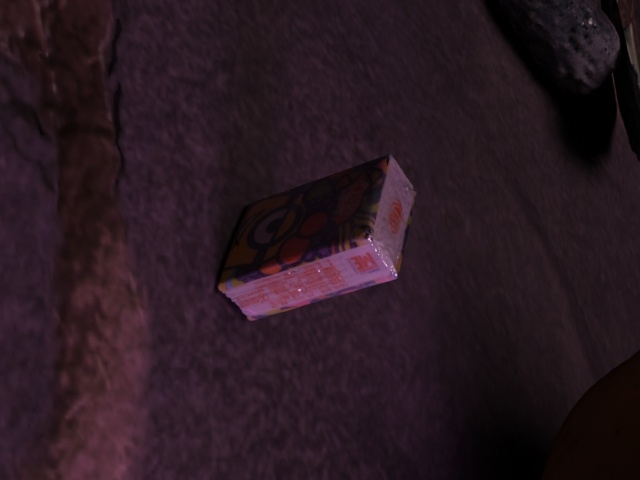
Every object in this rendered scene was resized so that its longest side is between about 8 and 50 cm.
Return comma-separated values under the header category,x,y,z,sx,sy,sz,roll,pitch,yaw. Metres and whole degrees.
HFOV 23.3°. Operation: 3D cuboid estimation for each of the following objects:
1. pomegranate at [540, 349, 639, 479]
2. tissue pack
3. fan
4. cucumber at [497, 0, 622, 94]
category,x,y,z,sx,sy,sz,roll,pitch,yaw
pomegranate,0.263,0.196,0.773,0.410,0.410,0.410,34,47,-47
tissue pack,0.000,0.000,0.719,0.035,0.083,0.063,55,34,-30
fan,0.230,-0.137,1.183,0.240,0.009,0.131,-90,171,-55
cucumber,0.166,-0.157,1.102,0.112,0.064,0.064,42,41,-38
